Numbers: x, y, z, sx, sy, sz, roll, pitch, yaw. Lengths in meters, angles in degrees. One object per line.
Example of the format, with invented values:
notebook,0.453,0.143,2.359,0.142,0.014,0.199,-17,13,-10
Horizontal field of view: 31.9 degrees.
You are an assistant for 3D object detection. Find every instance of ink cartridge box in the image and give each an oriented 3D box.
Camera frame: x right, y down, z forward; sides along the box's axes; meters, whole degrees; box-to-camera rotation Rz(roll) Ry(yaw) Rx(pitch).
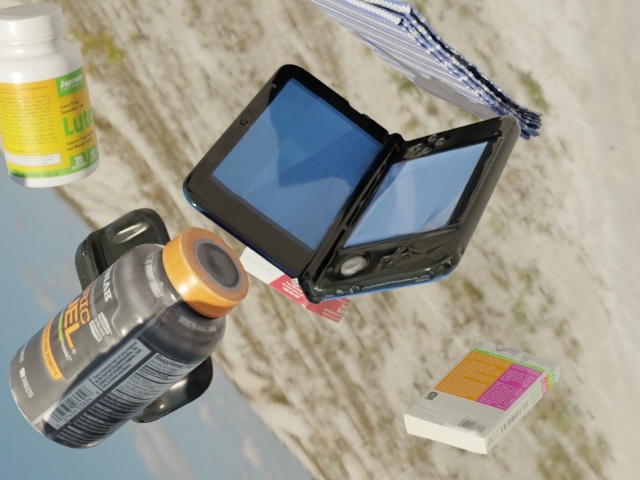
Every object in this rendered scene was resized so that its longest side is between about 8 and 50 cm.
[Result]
ink cartridge box,0.000,0.000,1.542,0.128,0.176,0.127,31,180,28

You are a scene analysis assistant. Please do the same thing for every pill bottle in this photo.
pill bottle,-0.182,0.090,1.096,0.130,0.245,0.130,39,-154,-24
pill bottle,-0.407,-0.213,1.631,0.136,0.136,0.246,-130,32,-59

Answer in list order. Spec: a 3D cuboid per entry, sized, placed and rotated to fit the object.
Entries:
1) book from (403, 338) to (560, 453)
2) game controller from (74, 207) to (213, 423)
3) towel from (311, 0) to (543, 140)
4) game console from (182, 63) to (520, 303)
book,0.165,0.157,1.131,0.096,0.144,0.035,10,121,41
game controller,-0.270,0.109,1.695,0.319,0.166,0.067,68,-168,20
towel,0.120,-0.241,1.407,0.243,0.040,0.336,33,-177,43
game console,0.043,-0.088,1.197,0.173,0.250,0.293,60,-142,-25
